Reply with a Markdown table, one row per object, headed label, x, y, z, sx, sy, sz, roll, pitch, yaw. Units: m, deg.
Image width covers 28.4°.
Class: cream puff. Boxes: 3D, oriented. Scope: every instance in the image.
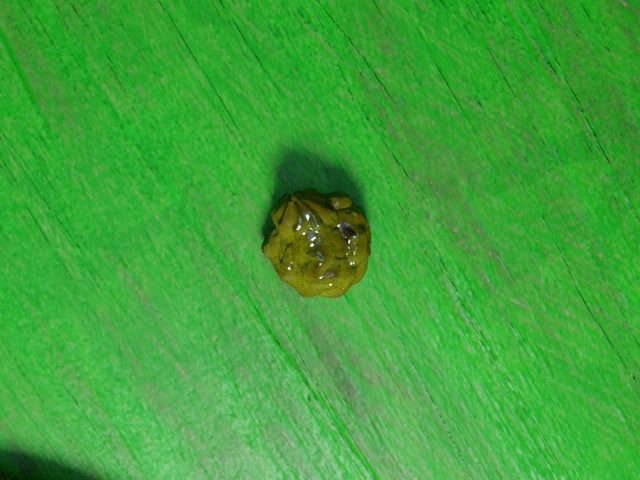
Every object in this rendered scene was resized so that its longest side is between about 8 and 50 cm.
| label | x | y | z | sx | sy | sz | roll | pitch | yaw |
| --- | --- | --- | --- | --- | --- | --- | --- | --- | --- |
| cream puff | 0.000 | 0.000 | 1.548 | 0.146 | 0.116 | 0.146 | 0 | 87 | -5 |

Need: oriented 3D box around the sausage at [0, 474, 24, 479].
| label | x | y | z | sx | sy | sz | roll | pitch | yaw |
| --- | --- | --- | --- | --- | --- | --- | --- | --- | --- |
| sausage | -0.272 | 0.390 | 1.529 | 0.501 | 0.123 | 0.136 | 26 | 118 | -5 |
